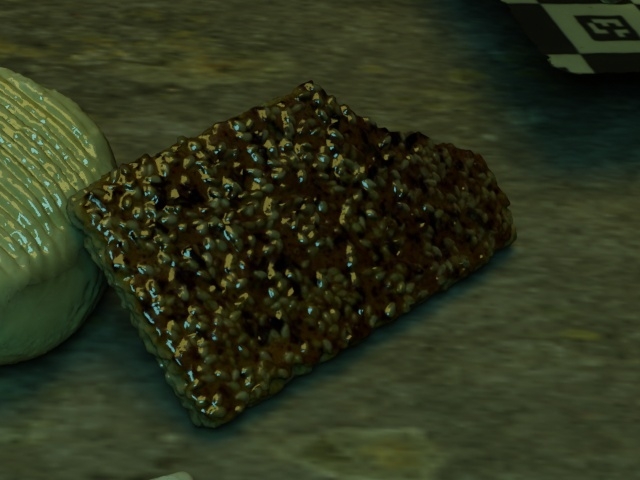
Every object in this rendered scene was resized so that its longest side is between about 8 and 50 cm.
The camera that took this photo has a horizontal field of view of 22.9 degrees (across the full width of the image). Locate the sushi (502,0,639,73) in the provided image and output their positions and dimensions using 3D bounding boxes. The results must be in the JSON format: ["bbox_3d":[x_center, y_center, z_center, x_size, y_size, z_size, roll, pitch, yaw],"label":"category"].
[{"bbox_3d":[0.241,-0.178,1.071,0.343,0.064,0.359,-3,37,-17],"label":"sushi"}]

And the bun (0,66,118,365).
[{"bbox_3d":[-0.182,-0.006,0.762,0.164,0.111,0.188,33,41,3],"label":"bun"}]

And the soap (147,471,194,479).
[{"bbox_3d":[-0.097,0.170,0.570,0.183,0.064,0.121,-22,47,-30],"label":"soap"}]

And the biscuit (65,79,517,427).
[{"bbox_3d":[-0.002,-0.012,0.791,0.237,0.026,0.131,-29,89,-36],"label":"biscuit"}]
